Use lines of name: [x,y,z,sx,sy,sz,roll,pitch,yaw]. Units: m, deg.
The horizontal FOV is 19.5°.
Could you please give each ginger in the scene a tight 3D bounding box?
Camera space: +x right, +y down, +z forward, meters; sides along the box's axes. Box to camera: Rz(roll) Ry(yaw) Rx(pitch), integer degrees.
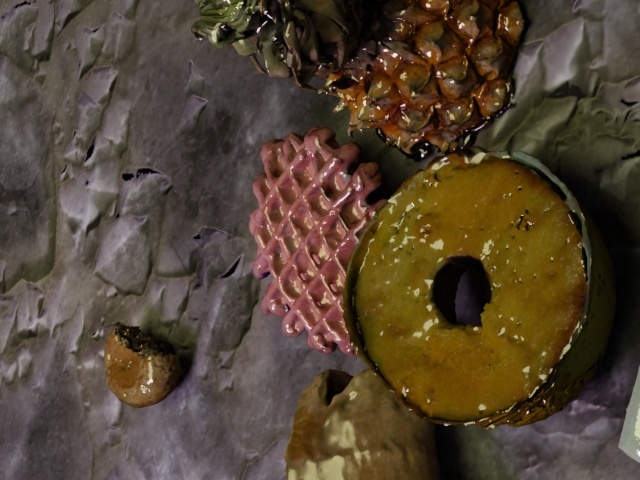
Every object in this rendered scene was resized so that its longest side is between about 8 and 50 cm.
ginger: [0.069,0.237,1.762,0.221,0.130,0.275,4,82,30]

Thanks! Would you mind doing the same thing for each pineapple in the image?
pineapple: [0.015,-0.207,1.733,0.262,0.272,0.262,-3,87,48]

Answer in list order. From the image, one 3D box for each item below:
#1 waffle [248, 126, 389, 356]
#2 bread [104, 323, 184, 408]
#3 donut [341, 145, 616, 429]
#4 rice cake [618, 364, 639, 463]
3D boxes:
waffle: [0.000,0.000,1.878,0.221,0.055,0.234,20,113,48]
bread: [-0.201,0.147,2.111,0.113,0.060,0.082,34,112,45]
donut: [0.151,0.051,1.673,0.272,0.107,0.272,-16,63,34]
rice cake: [0.323,0.091,1.548,0.127,0.043,0.237,24,106,47]
